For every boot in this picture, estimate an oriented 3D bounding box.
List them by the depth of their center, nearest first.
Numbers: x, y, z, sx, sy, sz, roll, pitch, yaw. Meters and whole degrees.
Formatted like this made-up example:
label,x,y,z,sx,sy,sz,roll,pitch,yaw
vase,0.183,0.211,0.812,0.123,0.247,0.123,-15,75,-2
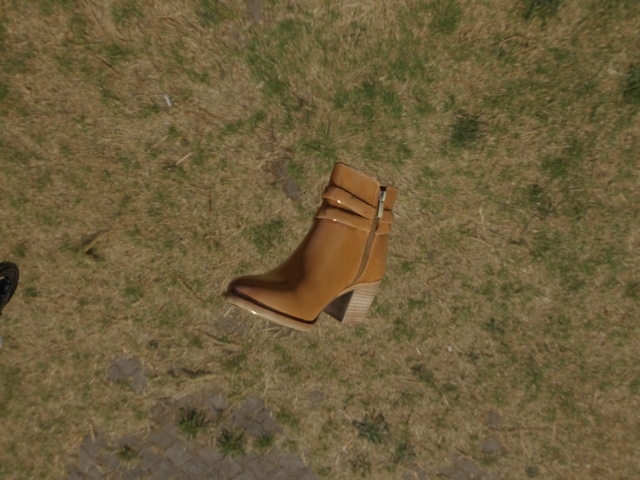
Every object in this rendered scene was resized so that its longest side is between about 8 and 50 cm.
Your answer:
label,x,y,z,sx,sy,sz,roll,pitch,yaw
boot,0.000,0.000,0.423,0.073,0.197,0.152,19,96,35

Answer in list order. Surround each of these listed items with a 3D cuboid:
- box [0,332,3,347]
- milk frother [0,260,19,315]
label,x,y,z,sx,sy,sz,roll,pitch,yaw
box,-0.449,0.127,0.526,0.102,0.087,0.101,22,140,-17
milk frother,-0.345,0.019,0.365,0.129,0.143,0.134,-38,86,-23
